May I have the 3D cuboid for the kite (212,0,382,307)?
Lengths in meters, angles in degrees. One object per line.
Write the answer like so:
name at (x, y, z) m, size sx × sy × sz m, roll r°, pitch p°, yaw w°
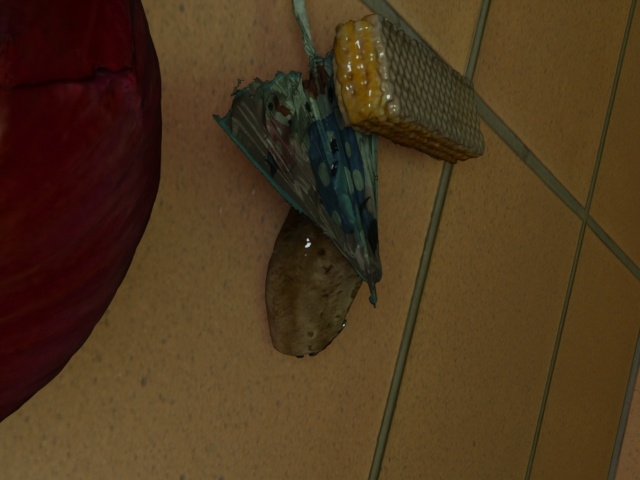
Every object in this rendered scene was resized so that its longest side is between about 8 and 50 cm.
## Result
kite at (0.004, -0.113, 0.919) m, size 0.406 × 0.014 × 0.368 m, roll -45°, pitch 122°, yaw -65°

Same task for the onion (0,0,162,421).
onion at (-0.238, -0.040, 0.396) m, size 0.347 × 0.285 × 0.347 m, roll -22°, pitch 144°, yaw -17°

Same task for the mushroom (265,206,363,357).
mushroom at (0.001, 0.001, 1.006) m, size 0.094 × 0.072 × 0.210 m, roll 39°, pitch 65°, yaw -50°

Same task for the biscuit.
biscuit at (0.095, -0.136, 1.073) m, size 0.378 × 0.054 × 0.094 m, roll 7°, pitch 74°, yaw -69°
